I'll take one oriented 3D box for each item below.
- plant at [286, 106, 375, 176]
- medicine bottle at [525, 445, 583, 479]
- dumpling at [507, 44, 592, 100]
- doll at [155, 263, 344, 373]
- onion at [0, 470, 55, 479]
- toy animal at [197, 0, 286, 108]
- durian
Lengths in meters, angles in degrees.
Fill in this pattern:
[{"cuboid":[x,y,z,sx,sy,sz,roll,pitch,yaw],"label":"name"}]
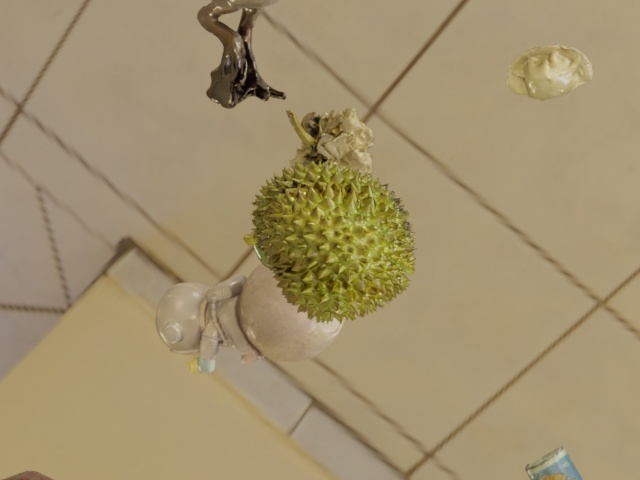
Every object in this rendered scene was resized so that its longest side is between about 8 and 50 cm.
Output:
[{"cuboid":[0.003,-0.110,1.786,0.104,0.116,0.122,-21,152,29],"label":"plant"},{"cuboid":[0.287,0.313,1.610,0.051,0.051,0.191,-33,87,36],"label":"medicine bottle"},{"cuboid":[0.230,-0.174,1.526,0.076,0.052,0.057,13,122,50],"label":"dumpling"},{"cuboid":[-0.108,0.100,2.040,0.287,0.151,0.151,-8,115,33],"label":"doll"},{"cuboid":[-0.225,0.362,0.831,0.420,0.398,0.398,-30,104,12],"label":"onion"},{"cuboid":[-0.072,-0.305,1.740,0.195,0.090,0.324,52,139,27],"label":"toy animal"},{"cuboid":[0.011,-0.009,1.550,0.198,0.159,0.146,52,173,41],"label":"durian"}]
